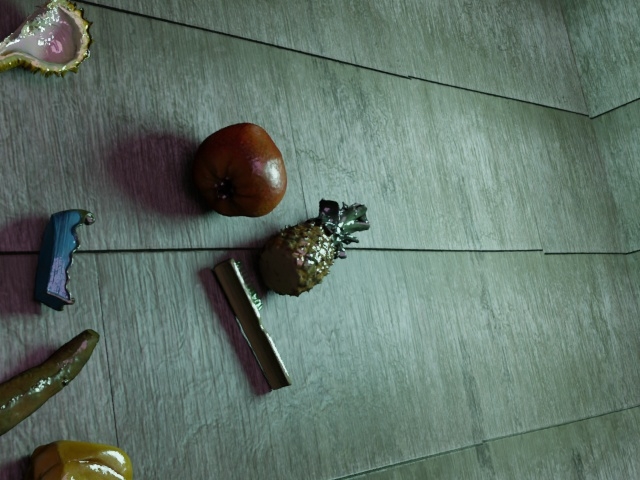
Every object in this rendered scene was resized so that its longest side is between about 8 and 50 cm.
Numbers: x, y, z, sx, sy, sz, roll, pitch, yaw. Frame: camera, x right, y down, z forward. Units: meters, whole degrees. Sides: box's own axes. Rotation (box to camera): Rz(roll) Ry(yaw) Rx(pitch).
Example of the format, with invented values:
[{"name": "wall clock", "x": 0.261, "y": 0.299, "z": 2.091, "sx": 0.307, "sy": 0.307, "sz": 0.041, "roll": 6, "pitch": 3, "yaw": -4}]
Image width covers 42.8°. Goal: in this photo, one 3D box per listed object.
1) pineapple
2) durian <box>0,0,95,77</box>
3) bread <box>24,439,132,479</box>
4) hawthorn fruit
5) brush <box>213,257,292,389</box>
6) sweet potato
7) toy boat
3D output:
[{"name": "pineapple", "x": 0.000, "y": 0.000, "z": 1.759, "sx": 0.310, "sy": 0.141, "sz": 0.170, "roll": -34, "pitch": 135, "yaw": -48}, {"name": "durian", "x": -0.512, "y": -0.346, "z": 1.465, "sx": 0.224, "sy": 0.078, "sz": 0.140, "roll": -40, "pitch": 115, "yaw": -33}, {"name": "bread", "x": -0.387, "y": 0.459, "z": 1.237, "sx": 0.167, "sy": 0.132, "sz": 0.294, "roll": 28, "pitch": 55, "yaw": -41}, {"name": "hawthorn fruit", "x": -0.151, "y": -0.156, "z": 1.652, "sx": 0.196, "sy": 0.196, "sz": 0.225, "roll": 49, "pitch": 37, "yaw": -18}, {"name": "brush", "x": -0.131, "y": 0.167, "z": 1.641, "sx": 0.048, "sy": 0.054, "sz": 0.282, "roll": -29, "pitch": 95, "yaw": -58}, {"name": "sweet potato", "x": -0.455, "y": 0.231, "z": 1.301, "sx": 0.273, "sy": 0.075, "sz": 0.075, "roll": -38, "pitch": 101, "yaw": -47}, {"name": "toy boat", "x": -0.431, "y": 0.028, "z": 1.393, "sx": 0.077, "sy": 0.075, "sz": 0.185, "roll": 18, "pitch": 59, "yaw": -35}]
